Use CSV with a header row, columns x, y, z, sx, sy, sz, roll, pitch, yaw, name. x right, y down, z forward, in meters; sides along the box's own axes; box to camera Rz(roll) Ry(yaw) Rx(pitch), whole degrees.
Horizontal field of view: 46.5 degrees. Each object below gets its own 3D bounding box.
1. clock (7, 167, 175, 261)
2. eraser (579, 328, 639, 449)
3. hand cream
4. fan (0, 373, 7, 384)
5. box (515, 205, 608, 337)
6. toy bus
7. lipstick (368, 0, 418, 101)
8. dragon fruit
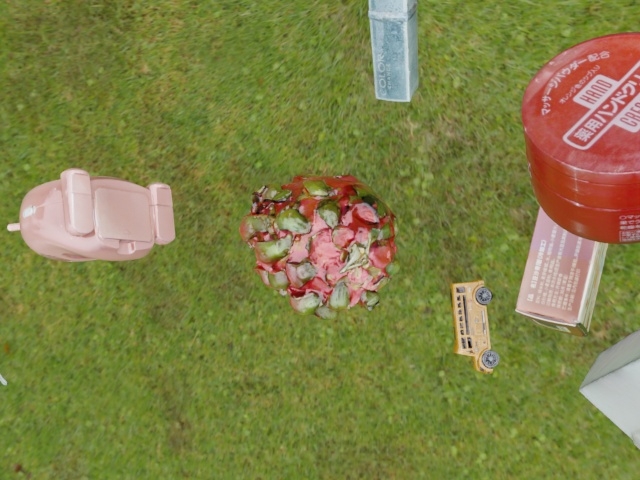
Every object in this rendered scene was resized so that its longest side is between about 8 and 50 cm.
x,y,z,sx,sy,sz,roll,pitch,yaw,name
-0.412,-0.022,1.313,0.241,0.227,0.143,-14,77,37,clock
0.416,0.228,0.623,0.397,0.213,0.082,44,69,11,eraser
0.303,-0.102,0.752,0.193,0.193,0.125,-16,140,9,hand cream
-0.319,0.103,0.695,0.055,0.004,0.083,-21,107,35,fan
0.520,-0.010,1.523,0.122,0.344,0.386,12,85,24,box
0.318,0.181,1.559,0.088,0.083,0.195,-5,86,4,toy bus
0.126,-0.376,1.276,0.077,0.076,0.290,9,132,19,lipstick
-0.008,0.002,1.239,0.302,0.237,0.231,20,121,39,dragon fruit
